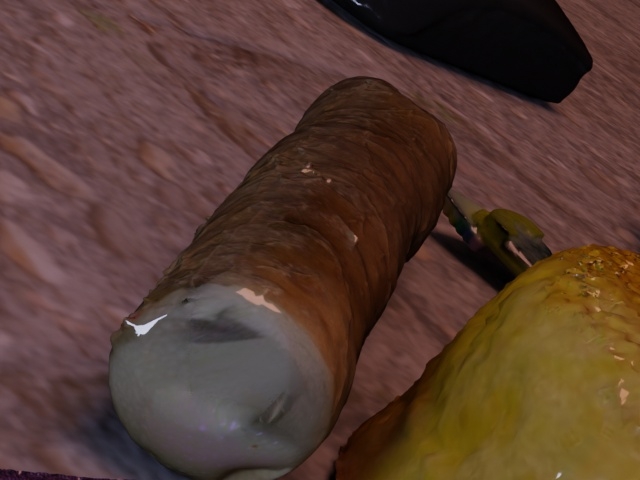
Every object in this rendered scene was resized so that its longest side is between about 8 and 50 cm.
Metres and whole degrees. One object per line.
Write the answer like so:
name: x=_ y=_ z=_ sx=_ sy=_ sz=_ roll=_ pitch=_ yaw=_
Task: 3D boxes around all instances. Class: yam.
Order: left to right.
yam: x=0.000 y=0.000 z=0.623 sx=0.081 sy=0.081 sz=0.357 roll=32 pitch=19 yaw=0

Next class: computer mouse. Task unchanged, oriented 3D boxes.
computer mouse: x=0.099 y=-0.207 z=1.302 sx=0.269 sy=0.100 sz=0.170 roll=14 pitch=27 yaw=-45

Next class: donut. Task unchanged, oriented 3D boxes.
donut: x=0.146 y=0.105 z=0.525 sx=0.277 sy=0.108 sz=0.277 roll=29 pitch=18 yaw=-10

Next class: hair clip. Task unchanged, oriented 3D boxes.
hair clip: x=0.137 y=0.035 z=0.824 sx=0.188 sy=0.033 sz=0.060 roll=38 pitch=16 yaw=24

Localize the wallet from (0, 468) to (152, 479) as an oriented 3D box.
wallet: x=-0.033 y=0.092 z=0.385 sx=0.166 sy=0.030 sz=0.111 roll=15 pitch=25 yaw=-42
